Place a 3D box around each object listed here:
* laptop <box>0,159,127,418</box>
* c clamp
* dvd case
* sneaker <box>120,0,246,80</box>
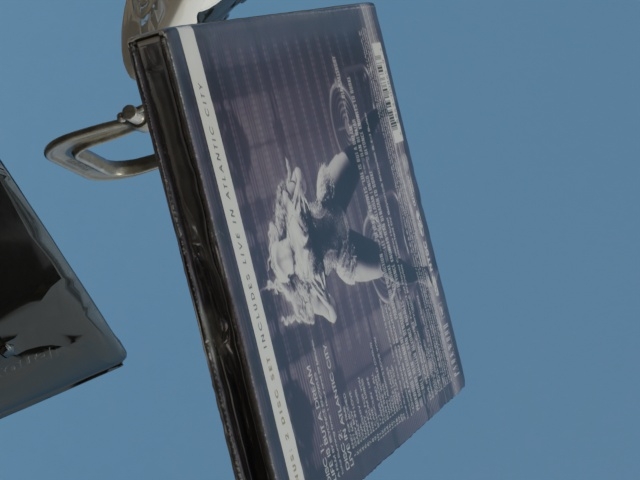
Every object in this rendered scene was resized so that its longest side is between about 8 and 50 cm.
[{"bbox_3d":[-0.420,-0.031,1.499,0.382,0.236,0.408,-23,-104,4],"label":"laptop"},{"bbox_3d":[-0.134,-0.074,1.440,0.137,0.161,0.022,-17,-102,6],"label":"c clamp"},{"bbox_3d":[0.000,0.000,0.685,0.018,0.221,0.164,-12,-85,19],"label":"dvd case"},{"bbox_3d":[-0.019,-0.165,1.021,0.217,0.121,0.079,-62,-147,32],"label":"sneaker"}]
